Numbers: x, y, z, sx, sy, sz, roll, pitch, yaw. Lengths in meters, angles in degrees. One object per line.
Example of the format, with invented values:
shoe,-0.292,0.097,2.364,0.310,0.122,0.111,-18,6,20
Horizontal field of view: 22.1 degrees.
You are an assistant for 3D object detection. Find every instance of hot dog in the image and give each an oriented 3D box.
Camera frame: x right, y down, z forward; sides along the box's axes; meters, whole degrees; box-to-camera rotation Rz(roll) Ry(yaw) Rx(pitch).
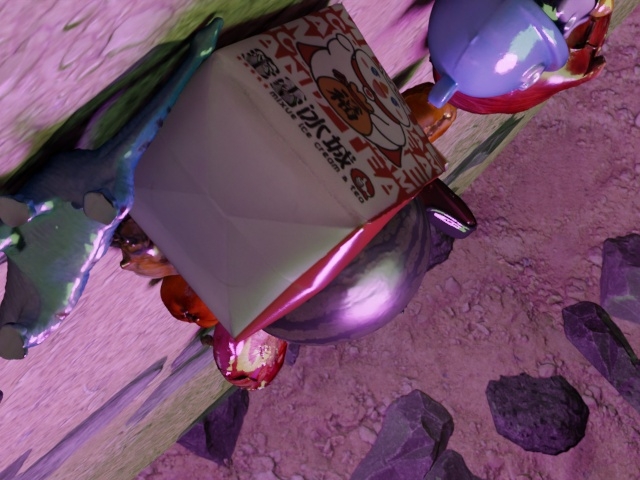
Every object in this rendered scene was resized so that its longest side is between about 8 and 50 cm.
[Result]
hot dog,0.056,-0.098,1.859,0.115,0.072,0.269,-11,-157,50

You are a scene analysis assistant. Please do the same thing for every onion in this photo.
onion,-0.124,0.143,2.415,0.150,0.140,0.150,-21,116,-50
onion,0.226,-0.228,1.825,0.248,0.161,0.248,-22,171,-4

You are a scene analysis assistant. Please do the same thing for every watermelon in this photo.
watermelon,0.000,0.000,1.598,0.212,0.212,0.212,-43,175,-5

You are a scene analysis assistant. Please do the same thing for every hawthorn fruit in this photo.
hawthorn fruit,-0.125,0.041,1.735,0.081,0.081,0.093,125,-17,-64

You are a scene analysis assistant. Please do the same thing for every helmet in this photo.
helmet,0.080,-0.014,2.110,0.189,0.193,0.216,-49,-176,26

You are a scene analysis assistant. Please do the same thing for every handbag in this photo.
handbag,-0.009,-0.061,1.221,0.151,0.171,0.298,-43,176,28

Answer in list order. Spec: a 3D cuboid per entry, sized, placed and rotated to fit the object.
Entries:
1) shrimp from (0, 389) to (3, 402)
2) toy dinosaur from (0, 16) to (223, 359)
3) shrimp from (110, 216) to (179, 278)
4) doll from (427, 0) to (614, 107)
shrimp,-0.319,0.156,1.296,0.152,0.046,0.219,-44,179,11
toy dinosaur,-0.169,-0.004,1.040,0.329,0.076,0.144,-56,179,15
shrimp,-0.110,-0.024,1.389,0.145,0.059,0.254,-46,175,-2
doll,0.213,-0.247,1.593,0.314,0.141,0.177,-46,172,-2
